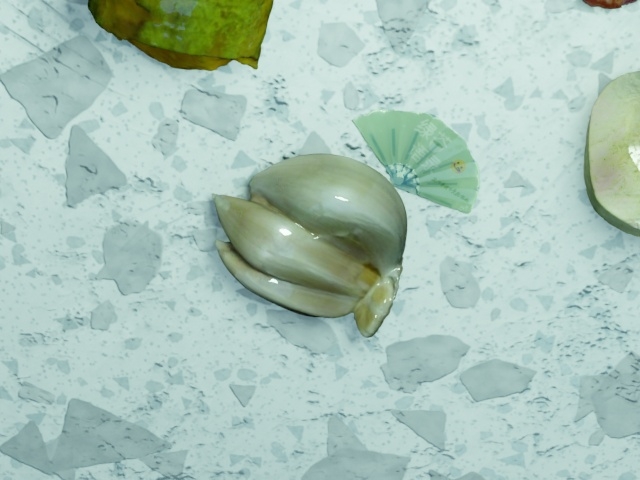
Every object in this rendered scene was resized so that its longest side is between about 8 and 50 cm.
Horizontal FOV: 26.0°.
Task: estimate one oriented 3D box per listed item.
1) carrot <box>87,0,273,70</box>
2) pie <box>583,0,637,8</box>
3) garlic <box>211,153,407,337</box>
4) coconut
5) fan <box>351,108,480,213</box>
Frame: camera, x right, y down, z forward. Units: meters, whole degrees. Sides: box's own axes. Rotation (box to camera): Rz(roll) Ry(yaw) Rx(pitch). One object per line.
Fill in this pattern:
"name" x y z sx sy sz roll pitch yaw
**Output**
"carrot" -0.178 -0.345 1.836 0.242 0.241 0.340 14 120 -5
"pie" 0.401 -0.400 1.873 0.182 0.049 0.182 -1 119 -1
"garlic" -0.001 0.000 2.103 0.325 0.132 0.279 33 110 -21
"coconut" 0.486 -0.115 1.942 0.259 0.259 0.259 2 122 3
"fan" 0.152 -0.125 2.083 0.240 0.009 0.131 37 115 -17
